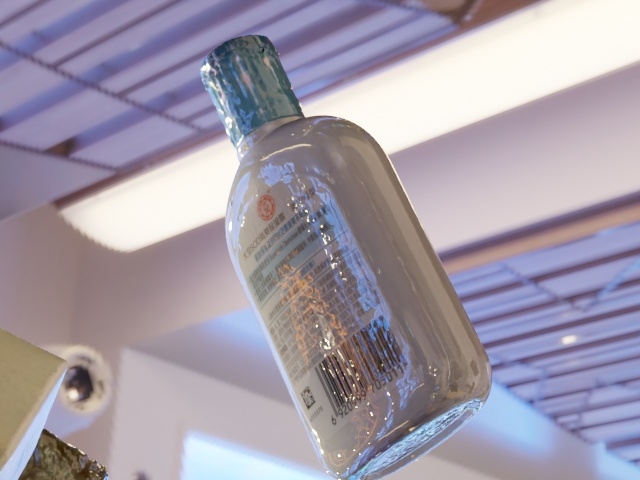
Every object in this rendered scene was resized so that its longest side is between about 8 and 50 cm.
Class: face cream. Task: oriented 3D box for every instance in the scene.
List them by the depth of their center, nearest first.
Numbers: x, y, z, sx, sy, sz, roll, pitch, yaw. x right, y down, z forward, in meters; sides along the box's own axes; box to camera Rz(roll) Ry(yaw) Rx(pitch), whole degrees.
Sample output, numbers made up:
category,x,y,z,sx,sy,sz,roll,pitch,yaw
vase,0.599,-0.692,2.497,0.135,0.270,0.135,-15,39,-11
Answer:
category,x,y,z,sx,sy,sz,roll,pitch,yaw
face cream,0.000,0.000,1.140,0.080,0.163,0.337,-1,-123,-45

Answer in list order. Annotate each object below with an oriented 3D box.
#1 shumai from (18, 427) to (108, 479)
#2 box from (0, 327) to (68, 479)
category,x,y,z,sx,sy,sz,roll,pitch,yaw
shumai,-0.244,0.207,1.118,0.184,0.184,0.142,37,-125,-32
box,-0.223,0.111,0.574,0.164,0.069,0.256,27,-137,0
